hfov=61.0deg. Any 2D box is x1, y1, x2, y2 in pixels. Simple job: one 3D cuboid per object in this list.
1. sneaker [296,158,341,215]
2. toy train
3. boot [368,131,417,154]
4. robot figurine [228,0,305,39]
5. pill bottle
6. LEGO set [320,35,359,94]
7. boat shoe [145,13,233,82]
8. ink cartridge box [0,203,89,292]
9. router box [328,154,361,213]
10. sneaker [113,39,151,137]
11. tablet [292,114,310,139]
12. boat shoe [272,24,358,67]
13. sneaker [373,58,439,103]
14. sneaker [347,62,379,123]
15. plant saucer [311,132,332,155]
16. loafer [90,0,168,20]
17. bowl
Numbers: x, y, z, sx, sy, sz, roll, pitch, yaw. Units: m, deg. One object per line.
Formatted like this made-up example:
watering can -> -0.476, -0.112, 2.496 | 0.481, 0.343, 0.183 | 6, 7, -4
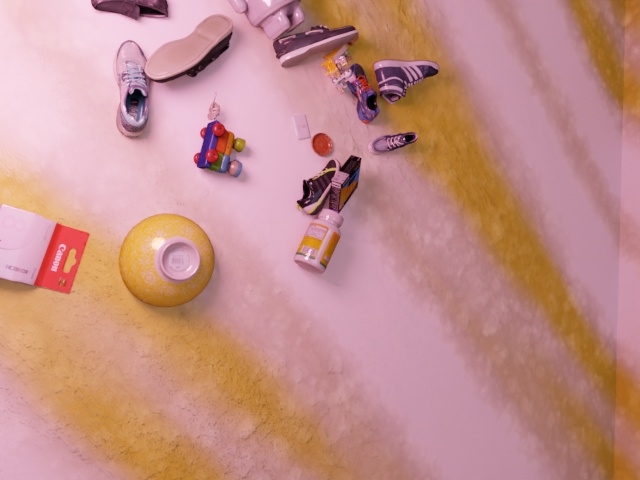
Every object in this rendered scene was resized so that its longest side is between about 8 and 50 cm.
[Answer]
sneaker -> -0.010, -0.199, 1.900 | 0.097, 0.084, 0.234 | 32, 73, -22
toy train -> -0.300, -0.332, 1.738 | 0.144, 0.105, 0.247 | 19, 78, -38
boot -> 0.275, -0.378, 2.065 | 0.190, 0.086, 0.069 | -22, 99, -28
robot figurine -> -0.193, -0.839, 1.755 | 0.300, 0.200, 0.353 | -40, 107, -34
pill bottle -> 0.000, 0.000, 1.878 | 0.118, 0.118, 0.208 | 32, 73, -25
LEGO set -> 0.084, -0.629, 1.963 | 0.107, 0.132, 0.286 | 51, 36, -40
boat shoe -> -0.398, -0.569, 1.683 | 0.127, 0.113, 0.340 | 30, 61, 11
ink cartridge box -> -0.775, 0.027, 1.478 | 0.233, 0.066, 0.188 | 19, 79, -23
router box -> 0.086, -0.198, 1.900 | 0.133, 0.046, 0.179 | 95, 22, -43
sneaker -> -0.538, -0.452, 1.590 | 0.110, 0.122, 0.282 | -4, 90, -29
tablet -> -0.067, -0.401, 1.920 | 0.054, 0.006, 0.083 | -15, 96, -29
boat shoe -> -0.016, -0.695, 1.874 | 0.303, 0.114, 0.091 | -24, 90, -15
sneaker -> 0.340, -0.612, 2.102 | 0.283, 0.099, 0.153 | -5, 86, -23
sneaker -> 0.169, -0.551, 2.012 | 0.083, 0.087, 0.221 | -26, 101, -28
plant saucer -> 0.003, -0.345, 1.953 | 0.084, 0.013, 0.083 | 1, 88, -29
loafer -> -0.561, -0.697, 1.613 | 0.223, 0.076, 0.078 | -15, 88, -33
bowl -> -0.436, 0.058, 1.609 | 0.290, 0.156, 0.289 | 1, 87, -29
